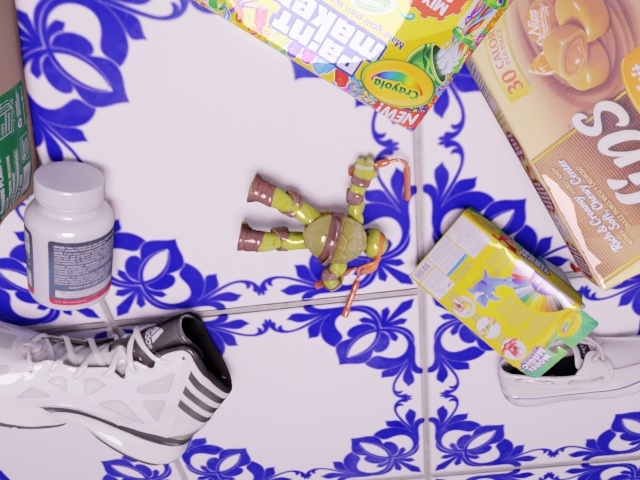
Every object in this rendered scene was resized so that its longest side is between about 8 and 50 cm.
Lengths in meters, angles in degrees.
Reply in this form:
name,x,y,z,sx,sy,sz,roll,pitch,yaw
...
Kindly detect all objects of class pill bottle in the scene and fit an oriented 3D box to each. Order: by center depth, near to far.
name,x,y,z,sx,sy,sz,roll,pitch,yaw
pill bottle,-0.329,-0.007,0.716,0.108,0.108,0.180,12,123,-9

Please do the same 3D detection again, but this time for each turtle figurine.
name,x,y,z,sx,sy,sz,roll,pitch,yaw
turtle figurine,0.000,0.000,0.738,0.218,0.087,0.269,12,123,-9

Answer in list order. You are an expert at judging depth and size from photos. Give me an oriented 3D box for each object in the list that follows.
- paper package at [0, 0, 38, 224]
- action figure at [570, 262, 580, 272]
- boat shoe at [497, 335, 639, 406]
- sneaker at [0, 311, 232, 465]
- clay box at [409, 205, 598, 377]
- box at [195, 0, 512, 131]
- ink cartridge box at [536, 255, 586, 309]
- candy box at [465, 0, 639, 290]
name,x,y,z,sx,sy,sz,roll,pitch,yaw
paper package,-0.487,-0.173,0.566,0.310,0.168,0.324,9,123,-7
action figure,0.430,0.031,0.803,0.115,0.030,0.038,2,130,-8
boat shoe,0.423,0.196,0.880,0.268,0.096,0.088,-14,128,18
sneaker,-0.334,0.165,0.825,0.448,0.169,0.257,32,109,-29
clay box,0.249,0.072,0.749,0.222,0.053,0.127,41,119,11
box,0.037,-0.306,0.479,0.290,0.177,0.279,26,121,-17
ink cartridge box,0.315,0.099,0.809,0.052,0.088,0.122,28,120,-22
candy box,0.297,-0.130,0.567,0.183,0.087,0.316,-29,90,15
